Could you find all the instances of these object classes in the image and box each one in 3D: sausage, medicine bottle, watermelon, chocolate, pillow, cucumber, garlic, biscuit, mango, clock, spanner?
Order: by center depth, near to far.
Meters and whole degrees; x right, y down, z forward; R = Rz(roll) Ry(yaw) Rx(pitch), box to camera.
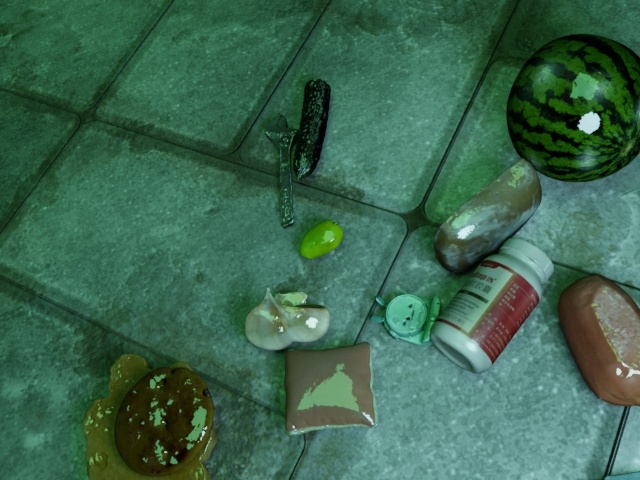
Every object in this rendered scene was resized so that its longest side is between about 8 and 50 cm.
[{"bbox_3d":[0.509,0.175,1.100,0.148,0.148,0.254,-20,62,3],"label":"sausage"},{"bbox_3d":[0.324,0.121,1.177,0.131,0.131,0.250,34,75,27],"label":"medicine bottle"},{"bbox_3d":[0.019,0.284,1.199,0.179,0.075,0.171,-8,61,11],"label":"pillow"},{"bbox_3d":[-0.307,0.348,1.213,0.212,0.036,0.212,-6,61,12],"label":"biscuit"},{"bbox_3d":[0.345,-0.032,1.236,0.254,0.157,0.080,-38,56,-7],"label":"chocolate"},{"bbox_3d":[-0.343,0.392,1.247,0.269,0.051,0.376,-27,59,-3],"label":"biscuit"},{"bbox_3d":[0.171,0.153,1.251,0.135,0.041,0.101,8,65,19],"label":"clock"},{"bbox_3d":[0.521,-0.260,1.252,0.285,0.285,0.285,-6,61,11],"label":"watermelon"},{"bbox_3d":[-0.067,0.162,1.280,0.174,0.099,0.124,-5,76,11],"label":"garlic"},{"bbox_3d":[0.000,0.000,1.370,0.108,0.056,0.073,-38,54,-4],"label":"mango"},{"bbox_3d":[-0.088,-0.175,1.506,0.093,0.026,0.325,-10,61,10],"label":"spanner"},{"bbox_3d":[-0.023,-0.266,1.514,0.072,0.072,0.300,0,62,15],"label":"cucumber"}]

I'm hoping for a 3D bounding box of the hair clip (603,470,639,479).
[{"bbox_3d":[0.566,0.381,1.024,0.229,0.070,0.039,-16,56,-3],"label":"hair clip"}]
